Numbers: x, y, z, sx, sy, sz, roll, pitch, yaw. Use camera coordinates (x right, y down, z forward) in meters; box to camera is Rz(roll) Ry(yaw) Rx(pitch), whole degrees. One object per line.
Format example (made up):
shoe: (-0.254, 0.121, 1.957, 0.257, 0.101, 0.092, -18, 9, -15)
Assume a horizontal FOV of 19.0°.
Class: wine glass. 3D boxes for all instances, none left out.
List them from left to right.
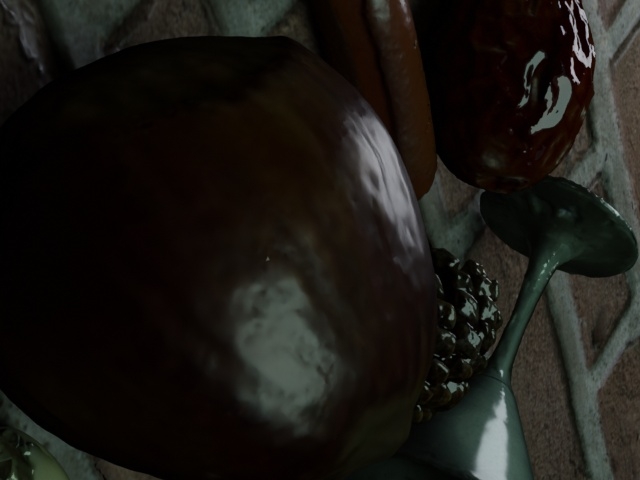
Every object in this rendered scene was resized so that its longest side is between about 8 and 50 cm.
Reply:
wine glass: (0.205, 0.141, 2.189, 0.406, 0.267, 0.267, -65, 146, -27)

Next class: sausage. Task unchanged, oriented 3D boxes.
sausage: (0.060, -0.175, 1.982, 0.102, 0.102, 0.330, -47, 137, -37)

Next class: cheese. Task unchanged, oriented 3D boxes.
cheese: (-0.241, 0.260, 1.726, 0.235, 0.050, 0.127, 43, 63, -55)

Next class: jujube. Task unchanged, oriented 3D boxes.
jujube: (0.205, -0.196, 2.089, 0.197, 0.197, 0.290, 39, 53, -54)

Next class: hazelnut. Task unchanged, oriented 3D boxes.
hazelnut: (-0.089, 0.029, 1.568, 0.353, 0.421, 0.421, -36, 152, 19)

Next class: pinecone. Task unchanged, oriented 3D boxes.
pinecone: (0.096, 0.090, 1.982, 0.204, 0.179, 0.184, -38, 174, -30)
